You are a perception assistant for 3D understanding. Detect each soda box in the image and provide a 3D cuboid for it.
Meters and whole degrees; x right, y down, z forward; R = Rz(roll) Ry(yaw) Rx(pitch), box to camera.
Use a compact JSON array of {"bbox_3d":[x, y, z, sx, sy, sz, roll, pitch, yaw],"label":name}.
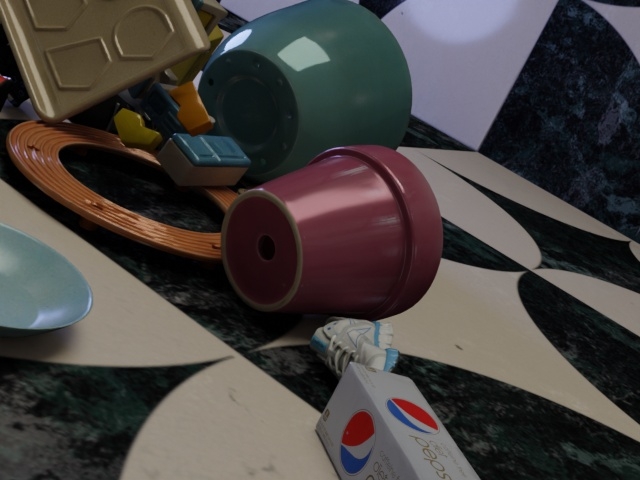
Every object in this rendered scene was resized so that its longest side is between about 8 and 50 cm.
[{"bbox_3d":[0.069,0.187,0.814,0.069,0.074,0.216,18,18,-26],"label":"soda box"}]

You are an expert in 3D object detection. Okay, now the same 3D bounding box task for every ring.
[{"bbox_3d":[-0.210,-0.053,1.213,0.336,0.032,0.336,25,17,-8],"label":"ring"}]

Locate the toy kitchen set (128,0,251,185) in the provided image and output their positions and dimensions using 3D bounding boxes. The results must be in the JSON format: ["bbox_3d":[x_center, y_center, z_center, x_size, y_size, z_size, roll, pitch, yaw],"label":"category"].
[{"bbox_3d":[-0.158,-0.199,1.303,0.207,0.166,0.122,49,25,18],"label":"toy kitchen set"}]

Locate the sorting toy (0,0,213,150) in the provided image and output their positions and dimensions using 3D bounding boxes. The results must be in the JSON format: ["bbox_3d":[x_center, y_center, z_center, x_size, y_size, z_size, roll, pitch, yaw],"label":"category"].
[{"bbox_3d":[-0.256,-0.232,1.271,0.041,0.229,0.307,71,-5,-70],"label":"sorting toy"}]

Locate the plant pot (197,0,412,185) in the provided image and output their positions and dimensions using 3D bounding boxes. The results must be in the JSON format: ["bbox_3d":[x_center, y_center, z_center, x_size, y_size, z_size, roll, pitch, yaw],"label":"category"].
[{"bbox_3d":[-0.045,-0.209,1.530,0.293,0.293,0.235,33,29,21],"label":"plant pot"}]

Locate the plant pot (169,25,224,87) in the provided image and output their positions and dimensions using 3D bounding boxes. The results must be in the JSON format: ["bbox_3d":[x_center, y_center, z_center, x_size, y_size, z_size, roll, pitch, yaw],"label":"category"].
[{"bbox_3d":[-0.284,-0.336,1.699,0.187,0.212,0.212,36,15,-5],"label":"plant pot"}]

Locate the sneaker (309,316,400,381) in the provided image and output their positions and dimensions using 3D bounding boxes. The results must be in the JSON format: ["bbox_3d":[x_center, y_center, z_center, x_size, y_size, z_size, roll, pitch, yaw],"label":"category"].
[{"bbox_3d":[0.029,0.118,1.004,0.083,0.071,0.191,19,8,-5],"label":"sneaker"}]

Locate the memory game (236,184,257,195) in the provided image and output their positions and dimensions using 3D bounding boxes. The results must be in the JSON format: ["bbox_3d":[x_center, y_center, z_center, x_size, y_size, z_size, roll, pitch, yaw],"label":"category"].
[{"bbox_3d":[-0.034,-0.032,1.453,0.186,0.012,0.186,25,16,-8],"label":"memory game"}]

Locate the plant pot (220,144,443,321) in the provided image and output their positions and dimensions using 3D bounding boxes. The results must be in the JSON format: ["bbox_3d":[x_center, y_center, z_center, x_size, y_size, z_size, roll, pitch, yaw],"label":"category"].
[{"bbox_3d":[0.000,0.000,1.108,0.180,0.201,0.201,-9,37,-43],"label":"plant pot"}]

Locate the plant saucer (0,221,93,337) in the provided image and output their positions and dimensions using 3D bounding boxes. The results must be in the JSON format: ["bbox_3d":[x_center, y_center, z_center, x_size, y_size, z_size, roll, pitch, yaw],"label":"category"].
[{"bbox_3d":[-0.281,0.032,0.823,0.195,0.037,0.195,24,17,-8],"label":"plant saucer"}]

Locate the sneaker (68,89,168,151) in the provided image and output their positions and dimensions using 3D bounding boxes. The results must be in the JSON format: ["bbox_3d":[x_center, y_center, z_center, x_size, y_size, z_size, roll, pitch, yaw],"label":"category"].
[{"bbox_3d":[-0.234,-0.154,1.397,0.228,0.086,0.132,9,26,-50],"label":"sneaker"}]

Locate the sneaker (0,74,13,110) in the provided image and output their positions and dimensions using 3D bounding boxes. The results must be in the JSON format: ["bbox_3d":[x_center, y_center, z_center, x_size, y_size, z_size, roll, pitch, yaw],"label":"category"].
[{"bbox_3d":[-0.427,-0.152,1.075,0.145,0.090,0.270,27,18,-9],"label":"sneaker"}]

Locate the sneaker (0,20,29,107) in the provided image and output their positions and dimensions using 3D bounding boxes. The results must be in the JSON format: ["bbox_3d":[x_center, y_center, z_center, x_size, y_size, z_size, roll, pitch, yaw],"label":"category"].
[{"bbox_3d":[-0.434,-0.223,1.314,0.217,0.121,0.079,-22,5,-32],"label":"sneaker"}]
